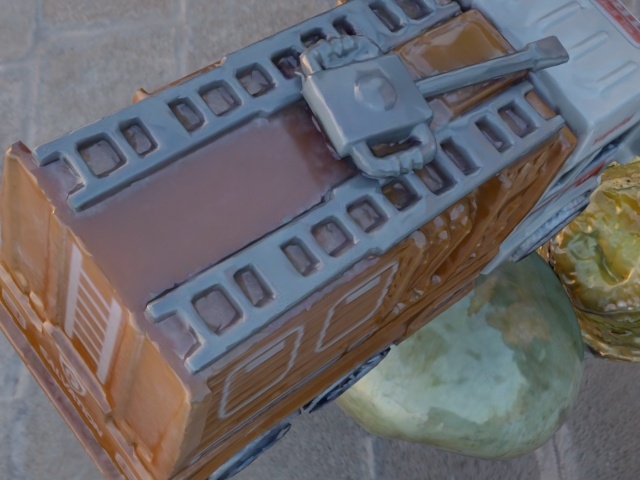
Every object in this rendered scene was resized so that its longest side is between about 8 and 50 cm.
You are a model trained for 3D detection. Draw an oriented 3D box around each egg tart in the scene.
[{"bbox_3d":[0.424,0.012,1.191,0.341,0.129,0.341,1,92,31],"label":"egg tart"}]

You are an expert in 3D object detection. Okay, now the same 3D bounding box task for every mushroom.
[{"bbox_3d":[0.154,0.119,1.071,0.352,0.260,0.352,13,37,-10],"label":"mushroom"}]

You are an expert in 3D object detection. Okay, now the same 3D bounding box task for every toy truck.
[{"bbox_3d":[0.028,-0.036,0.482,0.387,0.207,0.173,-32,76,-29],"label":"toy truck"}]
